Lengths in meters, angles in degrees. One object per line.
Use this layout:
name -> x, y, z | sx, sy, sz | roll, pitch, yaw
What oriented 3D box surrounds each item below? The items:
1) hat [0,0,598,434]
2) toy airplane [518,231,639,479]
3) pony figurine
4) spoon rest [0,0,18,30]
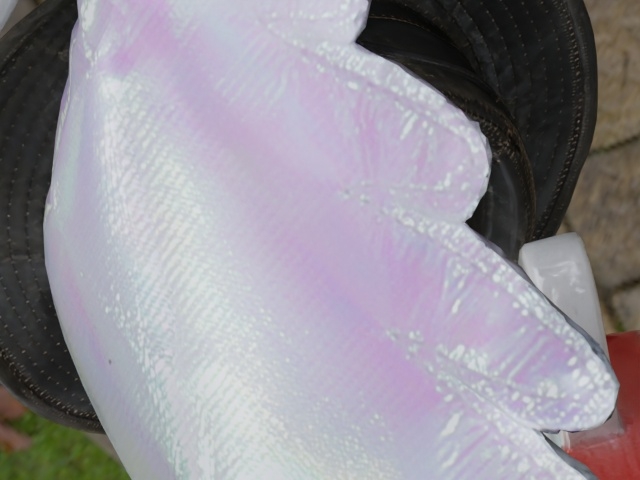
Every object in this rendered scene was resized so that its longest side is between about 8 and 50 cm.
hat -> 0.000, 0.000, 0.806 | 0.331, 0.134, 0.331 | -12, 128, -16
toy airplane -> 0.160, 0.175, 0.630 | 0.272, 0.386, 0.384 | 1, 92, 14
pony figurine -> -0.004, -0.104, 0.301 | 0.303, 0.363, 0.351 | -44, 65, 11
spoon rest -> -0.146, -0.181, 0.645 | 0.137, 0.084, 0.276 | 37, 141, 30
